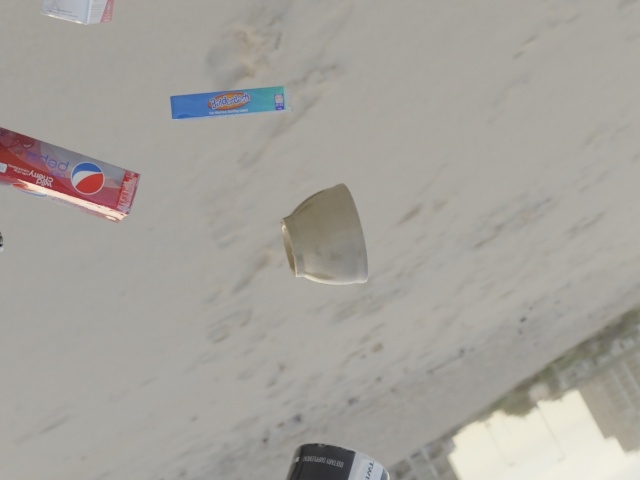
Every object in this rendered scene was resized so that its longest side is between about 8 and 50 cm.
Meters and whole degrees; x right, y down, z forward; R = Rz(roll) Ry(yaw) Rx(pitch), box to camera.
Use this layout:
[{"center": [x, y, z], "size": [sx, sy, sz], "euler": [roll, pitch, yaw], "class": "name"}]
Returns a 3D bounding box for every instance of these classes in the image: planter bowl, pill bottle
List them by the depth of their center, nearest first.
[{"center": [-0.005, 0.387, 1.331], "size": [0.130, 0.131, 0.245], "euler": [-43, -155, 57], "class": "pill bottle"}, {"center": [0.000, 0.000, 1.671], "size": [0.109, 0.162, 0.162], "euler": [-13, 168, -10], "class": "planter bowl"}]

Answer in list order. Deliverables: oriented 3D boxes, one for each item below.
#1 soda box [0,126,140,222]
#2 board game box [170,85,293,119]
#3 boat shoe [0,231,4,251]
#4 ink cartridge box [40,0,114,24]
[{"center": [-0.465, -0.114, 1.913], "size": [0.263, 0.083, 0.092], "euler": [19, 163, -20], "class": "soda box"}, {"center": [-0.163, -0.256, 2.007], "size": [0.210, 0.047, 0.160], "euler": [-4, -175, 3], "class": "board game box"}, {"center": [-0.746, -0.032, 2.010], "size": [0.303, 0.091, 0.114], "euler": [6, -171, -26], "class": "boat shoe"}, {"center": [-0.422, -0.506, 1.914], "size": [0.092, 0.217, 0.158], "euler": [13, -166, 2], "class": "ink cartridge box"}]
